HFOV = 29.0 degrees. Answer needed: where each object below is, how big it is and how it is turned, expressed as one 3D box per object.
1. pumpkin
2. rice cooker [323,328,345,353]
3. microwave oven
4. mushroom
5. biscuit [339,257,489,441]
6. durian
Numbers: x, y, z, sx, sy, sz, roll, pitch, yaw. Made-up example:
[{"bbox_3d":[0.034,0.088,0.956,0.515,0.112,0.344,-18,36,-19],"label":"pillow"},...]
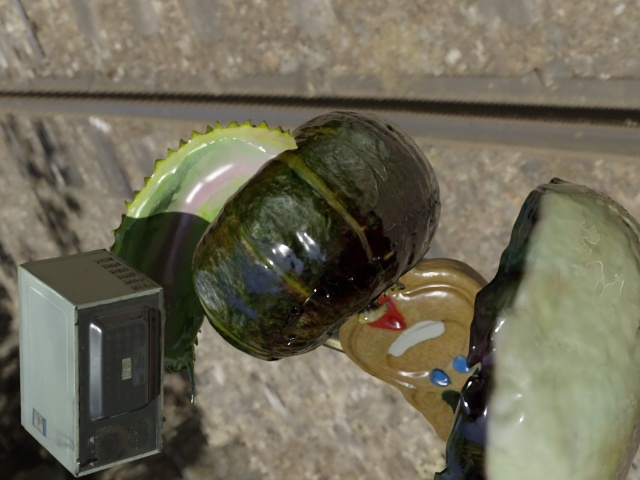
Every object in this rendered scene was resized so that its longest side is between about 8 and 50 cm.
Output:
[{"bbox_3d":[0.003,0.001,1.051,0.159,0.238,0.238,41,153,3],"label":"pumpkin"},{"bbox_3d":[0.025,0.093,1.691,0.106,0.112,0.165,21,-172,0],"label":"rice cooker"},{"bbox_3d":[-0.251,0.132,1.386,0.163,0.129,0.205,27,120,46],"label":"microwave oven"},{"bbox_3d":[0.169,0.129,0.879,0.130,0.247,0.344,25,122,22],"label":"mushroom"},{"bbox_3d":[0.111,0.109,1.313,0.183,0.047,0.320,-7,126,29],"label":"biscuit"},{"bbox_3d":[-0.152,0.001,1.536,0.157,0.356,0.169,22,-172,-41],"label":"durian"}]
